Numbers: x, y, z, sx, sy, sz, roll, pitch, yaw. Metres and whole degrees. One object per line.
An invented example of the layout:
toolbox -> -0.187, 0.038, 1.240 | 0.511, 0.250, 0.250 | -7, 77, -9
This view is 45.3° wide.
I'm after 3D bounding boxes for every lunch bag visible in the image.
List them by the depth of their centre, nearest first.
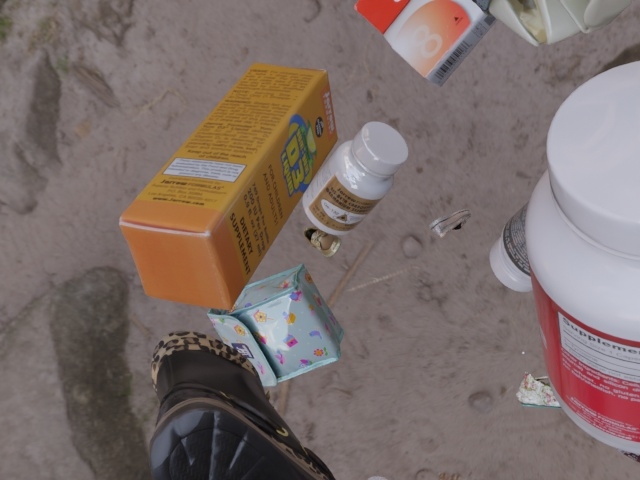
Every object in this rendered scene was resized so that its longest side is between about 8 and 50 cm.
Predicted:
lunch bag -> -0.110, 0.209, 1.789 | 0.262, 0.160, 0.223 | -24, 111, 16

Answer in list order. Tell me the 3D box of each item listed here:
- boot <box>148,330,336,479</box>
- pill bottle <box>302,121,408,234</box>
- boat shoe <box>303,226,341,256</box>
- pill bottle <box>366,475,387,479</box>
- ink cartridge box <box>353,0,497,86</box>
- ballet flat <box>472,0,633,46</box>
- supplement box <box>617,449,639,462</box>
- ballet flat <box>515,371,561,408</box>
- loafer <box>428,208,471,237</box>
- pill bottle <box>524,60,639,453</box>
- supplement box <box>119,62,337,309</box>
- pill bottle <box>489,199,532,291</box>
boot -> -0.061, 0.271, 0.898 | 0.138, 0.284, 0.377 | -45, 112, -2
pill bottle -> 0.069, -0.121, 1.501 | 0.131, 0.131, 0.229 | 57, 138, 15
boat shoe -> 0.000, 0.000, 1.614 | 0.045, 0.135, 0.050 | 31, 84, -23
pill bottle -> 0.072, 0.343, 0.972 | 0.043, 0.043, 0.083 | 4, 110, 15
ink cartridge box -> 0.126, -0.291, 0.903 | 0.145, 0.045, 0.179 | -50, 61, 18
ballet flat -> 0.098, -0.115, 0.326 | 0.070, 0.188, 0.070 | 1, 97, 4
supplement box -> 0.669, 0.396, 1.365 | 0.239, 0.130, 0.073 | 27, 72, 19
ballet flat -> 0.541, 0.323, 1.635 | 0.240, 0.091, 0.077 | 4, 87, 4
loafer -> 0.274, -0.033, 1.592 | 0.039, 0.125, 0.045 | 58, 136, 15
pill bottle -> 0.323, 0.034, 0.749 | 0.228, 0.408, 0.229 | -10, 52, 13
supplement box -> -0.061, -0.054, 0.613 | 0.080, 0.078, 0.233 | 6, 42, 20
pill bottle -> 0.473, -0.013, 1.580 | 0.161, 0.283, 0.161 | 8, 60, -15
